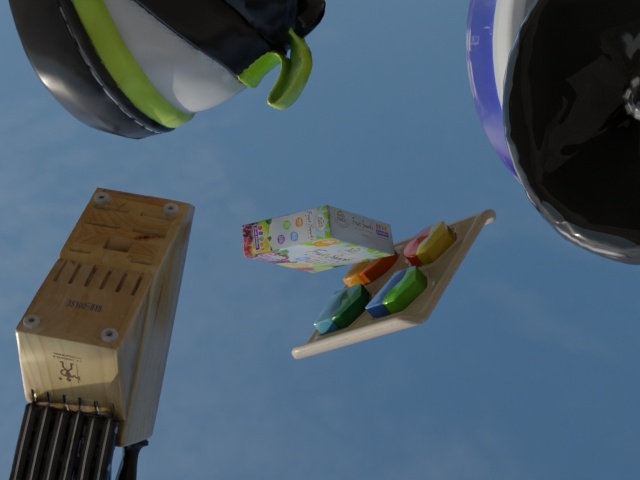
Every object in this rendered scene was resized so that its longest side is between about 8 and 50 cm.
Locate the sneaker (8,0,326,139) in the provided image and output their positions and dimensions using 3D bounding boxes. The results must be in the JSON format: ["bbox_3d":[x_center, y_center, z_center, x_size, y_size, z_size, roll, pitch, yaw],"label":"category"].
[{"bbox_3d":[-0.057,-0.145,0.418,0.097,0.235,0.084,-20,173,16],"label":"sneaker"}]

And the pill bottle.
[{"bbox_3d":[0.181,-0.054,0.552,0.123,0.123,0.219,33,-158,34],"label":"pill bottle"}]

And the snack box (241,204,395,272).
[{"bbox_3d":[0.000,0.000,1.332,0.100,0.037,0.141,-14,166,27],"label":"snack box"}]

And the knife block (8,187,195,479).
[{"bbox_3d":[-0.187,0.124,1.142,0.088,0.242,0.276,10,-138,8],"label":"knife block"}]

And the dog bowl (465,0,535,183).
[{"bbox_3d":[0.226,-0.123,0.804,0.265,0.265,0.104,-2,-171,-8],"label":"dog bowl"}]

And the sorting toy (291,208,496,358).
[{"bbox_3d":[0.076,0.042,1.432,0.193,0.038,0.208,-21,-159,46],"label":"sorting toy"}]
